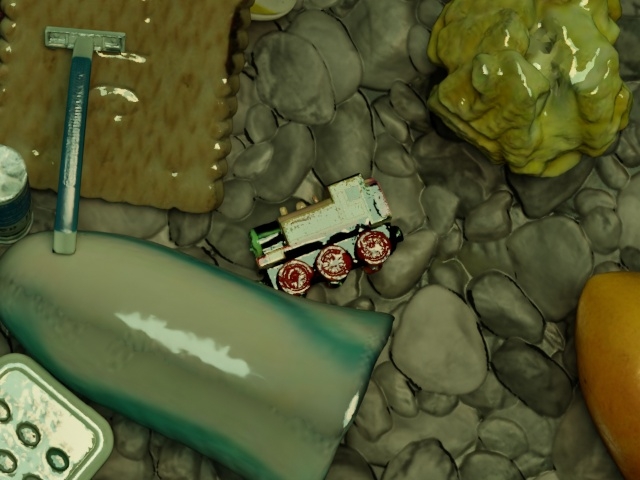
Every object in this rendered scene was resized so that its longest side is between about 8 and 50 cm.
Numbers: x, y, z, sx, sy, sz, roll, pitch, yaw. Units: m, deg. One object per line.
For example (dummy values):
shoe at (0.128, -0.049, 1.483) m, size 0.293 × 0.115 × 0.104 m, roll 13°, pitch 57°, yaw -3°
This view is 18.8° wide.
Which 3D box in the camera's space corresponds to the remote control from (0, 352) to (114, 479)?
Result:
remote control at (-0.318, 0.252, 1.596) m, size 0.128 × 0.065 × 0.335 m, roll 41°, pitch 78°, yaw -2°

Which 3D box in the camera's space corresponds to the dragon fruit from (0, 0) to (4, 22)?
dragon fruit at (-0.336, -0.311, 1.663) m, size 0.262 × 0.134 × 0.211 m, roll 40°, pitch 55°, yaw -33°

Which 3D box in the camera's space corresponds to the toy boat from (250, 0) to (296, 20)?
toy boat at (-0.127, -0.297, 1.669) m, size 0.269 × 0.141 × 0.140 m, roll 24°, pitch 79°, yaw -6°

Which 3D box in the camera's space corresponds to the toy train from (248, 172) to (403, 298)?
toy train at (0.000, 0.000, 1.688) m, size 0.138 × 0.050 × 0.087 m, roll -21°, pitch 79°, yaw -9°

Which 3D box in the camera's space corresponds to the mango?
mango at (0.313, 0.137, 1.661) m, size 0.257 × 0.138 × 0.187 m, roll 41°, pitch 66°, yaw -5°

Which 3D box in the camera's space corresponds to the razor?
razor at (-0.200, -0.084, 1.571) m, size 0.068 × 0.037 × 0.191 m, roll 5°, pitch 76°, yaw -1°

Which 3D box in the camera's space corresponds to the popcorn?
popcorn at (0.185, -0.152, 1.677) m, size 0.188 × 0.167 × 0.185 m, roll 9°, pitch 72°, yaw -13°

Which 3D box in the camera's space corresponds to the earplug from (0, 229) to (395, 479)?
earplug at (-0.119, 0.081, 1.604) m, size 0.324 × 0.185 × 0.185 m, roll 25°, pitch 78°, yaw 3°

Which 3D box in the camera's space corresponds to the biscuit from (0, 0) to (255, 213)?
biscuit at (-0.163, -0.184, 1.623) m, size 0.217 × 0.044 × 0.324 m, roll 9°, pitch 113°, yaw -2°

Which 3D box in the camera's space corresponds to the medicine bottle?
medicine bottle at (-0.262, -0.036, 1.586) m, size 0.051 × 0.191 × 0.051 m, roll 1°, pitch 80°, yaw -5°
